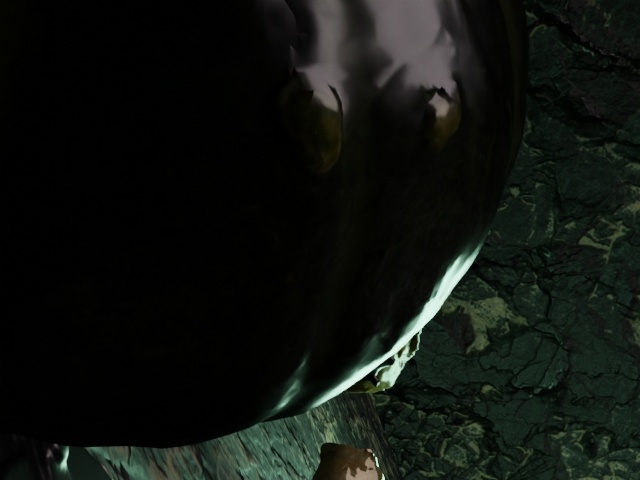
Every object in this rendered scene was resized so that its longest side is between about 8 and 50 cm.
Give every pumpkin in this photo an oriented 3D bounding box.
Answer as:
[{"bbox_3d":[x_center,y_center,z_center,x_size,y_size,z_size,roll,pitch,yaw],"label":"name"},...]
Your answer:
[{"bbox_3d":[-0.077,-0.050,0.443,0.300,0.300,0.207,-102,-161,-68],"label":"pumpkin"}]

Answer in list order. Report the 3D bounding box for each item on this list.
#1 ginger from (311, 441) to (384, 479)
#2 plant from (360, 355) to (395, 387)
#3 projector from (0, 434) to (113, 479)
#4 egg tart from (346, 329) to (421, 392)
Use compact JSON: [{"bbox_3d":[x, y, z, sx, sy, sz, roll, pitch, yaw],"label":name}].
[{"bbox_3d":[0.066,0.394,1.225,0.348,0.122,0.363,59,15,-51],"label":"ginger"},{"bbox_3d":[-0.031,0.042,1.116,0.276,0.199,0.188,77,6,-55],"label":"plant"},{"bbox_3d":[-0.092,0.168,0.446,0.259,0.079,0.257,-88,153,-78],"label":"projector"},{"bbox_3d":[0.003,0.003,1.369,0.341,0.129,0.341,43,-28,29],"label":"egg tart"}]
